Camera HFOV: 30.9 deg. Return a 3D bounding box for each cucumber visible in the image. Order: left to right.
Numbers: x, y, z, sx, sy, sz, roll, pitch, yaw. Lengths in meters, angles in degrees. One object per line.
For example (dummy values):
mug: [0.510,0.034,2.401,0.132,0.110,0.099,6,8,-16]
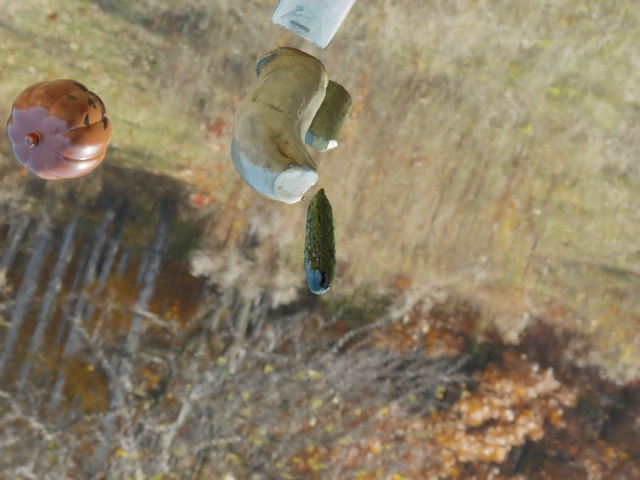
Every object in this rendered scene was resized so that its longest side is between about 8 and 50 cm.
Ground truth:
cucumber: [0.000,0.000,2.430,0.069,0.228,0.069,0,166,0]

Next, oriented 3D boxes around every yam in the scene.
yam: [0.005,-0.184,1.753,0.069,0.146,0.070,12,139,10]

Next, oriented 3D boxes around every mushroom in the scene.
mushroom: [-0.054,-0.158,1.531,0.122,0.095,0.351,-4,-146,4]

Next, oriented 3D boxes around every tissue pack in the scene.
tissue pack: [0.022,-0.482,2.002,0.124,0.225,0.185,26,153,-9]

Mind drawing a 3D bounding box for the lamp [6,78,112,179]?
lamp: [-0.481,-0.200,2.110,0.187,0.188,0.164,18,-153,19]
